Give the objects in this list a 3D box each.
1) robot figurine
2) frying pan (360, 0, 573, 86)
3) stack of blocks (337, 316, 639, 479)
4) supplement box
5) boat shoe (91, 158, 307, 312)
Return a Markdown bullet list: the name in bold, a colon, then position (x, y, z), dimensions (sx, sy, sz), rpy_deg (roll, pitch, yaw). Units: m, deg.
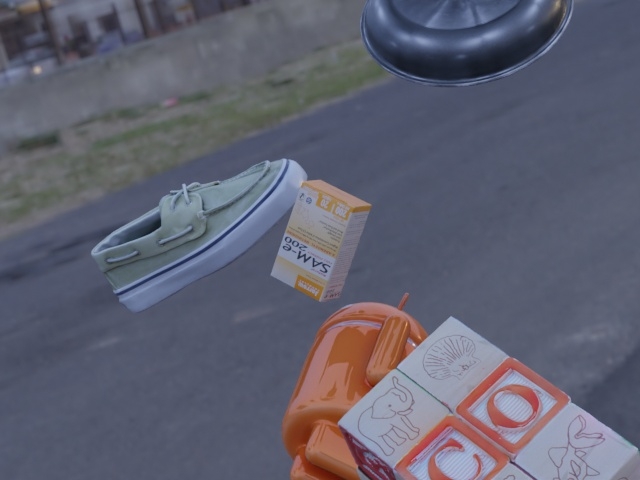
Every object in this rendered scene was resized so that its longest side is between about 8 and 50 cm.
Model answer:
- **robot figurine**: position (0.037, 0.149, 1.378), dimensions (0.128, 0.158, 0.219), rpy_deg (-3, 40, 24)
- **frying pan**: position (0.169, -0.263, 1.350), dimensions (0.197, 0.053, 0.326), rpy_deg (24, 61, 31)
- **stack of blocks**: position (0.128, 0.195, 0.790), dimensions (0.087, 0.297, 0.171), rpy_deg (-41, 50, -17)
- **supplement box**: position (0.000, 0.000, 1.357), dimensions (0.062, 0.098, 0.036), rpy_deg (26, 18, 26)
- **boat shoe**: position (-0.147, -0.015, 1.665), dimensions (0.302, 0.094, 0.109), rpy_deg (-33, 21, 29)
